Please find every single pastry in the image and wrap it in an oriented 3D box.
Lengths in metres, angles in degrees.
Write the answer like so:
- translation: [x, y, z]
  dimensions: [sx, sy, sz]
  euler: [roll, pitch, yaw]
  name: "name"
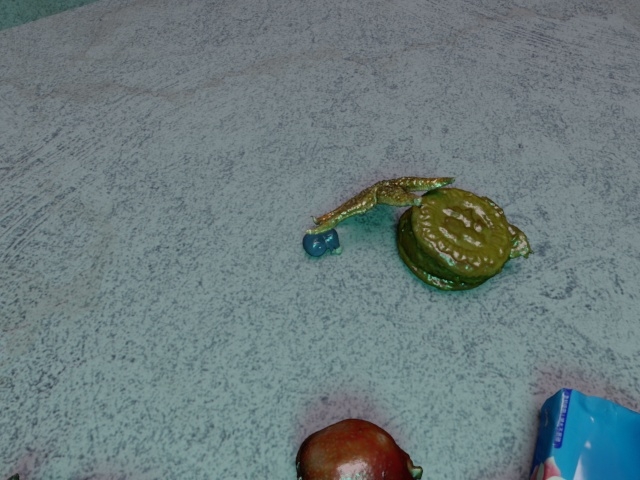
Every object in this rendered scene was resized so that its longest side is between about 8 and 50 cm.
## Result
- translation: [0.286, -0.007, 0.991]
  dimensions: [0.235, 0.132, 0.240]
  euler: [-17, 62, -24]
  name: "pastry"

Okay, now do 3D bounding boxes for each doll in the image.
- translation: [0.000, 0.000, 1.017]
  dimensions: [0.083, 0.050, 0.076]
  euler: [-19, 52, -13]
  name: "doll"

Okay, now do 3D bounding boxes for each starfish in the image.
- translation: [0.127, -0.092, 0.978]
  dimensions: [0.302, 0.060, 0.299]
  euler: [-10, 13, 47]
  name: "starfish"

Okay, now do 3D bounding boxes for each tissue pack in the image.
- translation: [0.424, 0.388, 0.683]
  dimensions: [0.209, 0.137, 0.270]
  euler: [24, 56, 14]
  name: "tissue pack"

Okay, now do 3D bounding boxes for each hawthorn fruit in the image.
- translation: [0.058, 0.356, 0.689]
  dimensions: [0.188, 0.169, 0.169]
  euler: [-1, 53, -6]
  name: "hawthorn fruit"

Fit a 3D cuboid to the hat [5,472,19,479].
- translation: [-0.444, 0.458, 0.600]
  dimensions: [0.128, 0.265, 0.265]
  euler: [46, 56, -16]
  name: "hat"
